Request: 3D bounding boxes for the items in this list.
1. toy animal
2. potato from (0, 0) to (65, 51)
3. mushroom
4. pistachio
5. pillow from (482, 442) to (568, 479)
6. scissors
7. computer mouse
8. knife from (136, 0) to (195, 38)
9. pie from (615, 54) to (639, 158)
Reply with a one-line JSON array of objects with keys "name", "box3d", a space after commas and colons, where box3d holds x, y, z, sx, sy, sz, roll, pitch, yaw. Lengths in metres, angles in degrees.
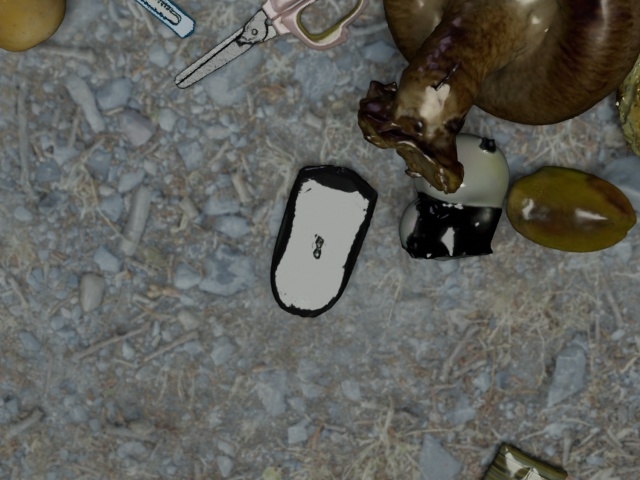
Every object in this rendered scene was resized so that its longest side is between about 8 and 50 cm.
[{"name": "toy animal", "box3d": [0.180, -0.056, 1.523, 0.138, 0.166, 0.179, 8, 93, -5]}, {"name": "potato", "box3d": [-0.420, -0.362, 1.467, 0.146, 0.150, 0.234, -18, 110, -35]}, {"name": "mushroom", "box3d": [0.196, -0.285, 1.371, 0.356, 0.331, 0.334, -13, 137, -34]}, {"name": "pistachio", "box3d": [0.336, -0.039, 1.543, 0.189, 0.100, 0.110, 5, 130, -13]}, {"name": "pillow", "box3d": [0.274, 0.409, 1.688, 0.113, 0.038, 0.203, 25, 105, -4]}, {"name": "scissors", "box3d": [-0.067, -0.299, 1.526, 0.317, 0.024, 0.160, -32, 103, 9]}, {"name": "computer mouse", "box3d": [0.000, 0.000, 1.575, 0.122, 0.073, 0.217, 18, 98, -5]}, {"name": "knife", "box3d": [-0.286, -0.377, 1.513, 0.296, 0.026, 0.044, 38, 91, -7]}, {"name": "pie", "box3d": [0.513, -0.181, 1.449, 0.308, 0.085, 0.308, 6, 133, 6]}]
